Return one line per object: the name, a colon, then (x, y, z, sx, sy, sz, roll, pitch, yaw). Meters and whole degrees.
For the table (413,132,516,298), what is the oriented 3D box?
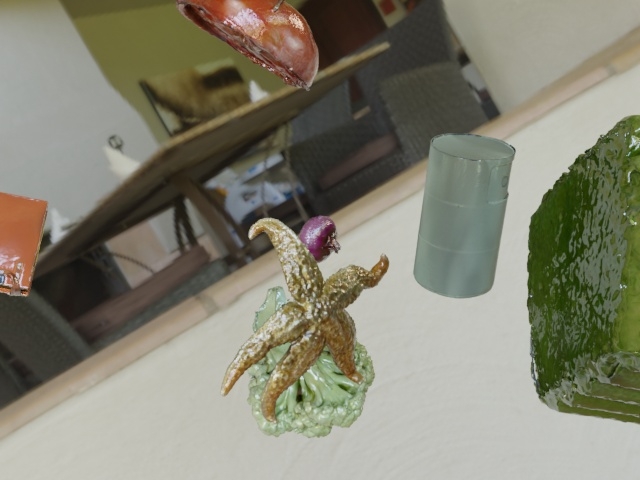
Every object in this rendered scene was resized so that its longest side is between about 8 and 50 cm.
table: (0.213, -0.038, 1.278, 0.126, 0.220, 0.126, 3, 25, -1)

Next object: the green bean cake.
green bean cake: (0.402, 0.040, 1.034, 0.218, 0.335, 0.319, 9, -20, -7)

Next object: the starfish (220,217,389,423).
starfish: (-0.017, 0.114, 1.344, 0.375, 0.327, 0.094, -23, 13, -37)

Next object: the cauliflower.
cauliflower: (-0.050, 0.257, 1.652, 0.327, 0.281, 0.260, 6, 68, 60)

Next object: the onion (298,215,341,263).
onion: (0.000, 0.000, 1.958, 0.115, 0.104, 0.115, -51, -23, -33)

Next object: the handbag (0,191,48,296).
handbag: (-0.598, 0.006, 1.607, 0.127, 0.190, 0.063, 11, -26, -16)

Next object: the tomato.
tomato: (-0.086, -0.307, 1.186, 0.101, 0.228, 0.228, -55, 3, -1)
